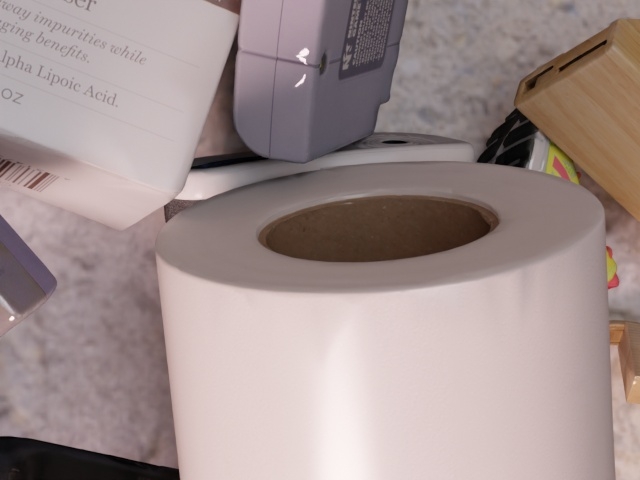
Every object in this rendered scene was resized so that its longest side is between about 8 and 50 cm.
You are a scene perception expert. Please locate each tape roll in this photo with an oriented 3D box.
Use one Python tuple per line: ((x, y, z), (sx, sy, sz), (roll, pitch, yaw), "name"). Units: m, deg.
((0.038, 0.068, 1.069), (0.246, 0.246, 0.169), (-12, 107, -21), "tape roll")

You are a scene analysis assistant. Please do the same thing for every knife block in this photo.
((0.275, -0.020, 1.262), (0.276, 0.088, 0.242), (-5, 70, -45), "knife block")

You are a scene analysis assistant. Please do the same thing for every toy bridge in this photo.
((0.209, 0.081, 1.287), (0.188, 0.026, 0.063), (8, 37, -4), "toy bridge")

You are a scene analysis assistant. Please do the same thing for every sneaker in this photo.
((0.000, 0.000, 1.222), (0.217, 0.079, 0.121), (-8, 103, -28), "sneaker")
((0.150, 0.002, 1.258), (0.094, 0.081, 0.208), (14, 69, -20), "sneaker")

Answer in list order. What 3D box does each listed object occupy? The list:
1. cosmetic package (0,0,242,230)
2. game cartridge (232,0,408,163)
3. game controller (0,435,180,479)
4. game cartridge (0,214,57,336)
((-0.136, -0.224, 1.147), (0.217, 0.156, 0.385), (20, 78, -16), "cosmetic package")
((0.016, -0.200, 1.139), (0.062, 0.198, 0.297), (15, 104, 19), "game cartridge")
((-0.087, 0.217, 1.129), (0.319, 0.067, 0.166), (18, 63, -35), "game controller")
((-0.328, -0.051, 1.028), (0.355, 0.230, 0.068), (50, 38, -8), "game cartridge")
